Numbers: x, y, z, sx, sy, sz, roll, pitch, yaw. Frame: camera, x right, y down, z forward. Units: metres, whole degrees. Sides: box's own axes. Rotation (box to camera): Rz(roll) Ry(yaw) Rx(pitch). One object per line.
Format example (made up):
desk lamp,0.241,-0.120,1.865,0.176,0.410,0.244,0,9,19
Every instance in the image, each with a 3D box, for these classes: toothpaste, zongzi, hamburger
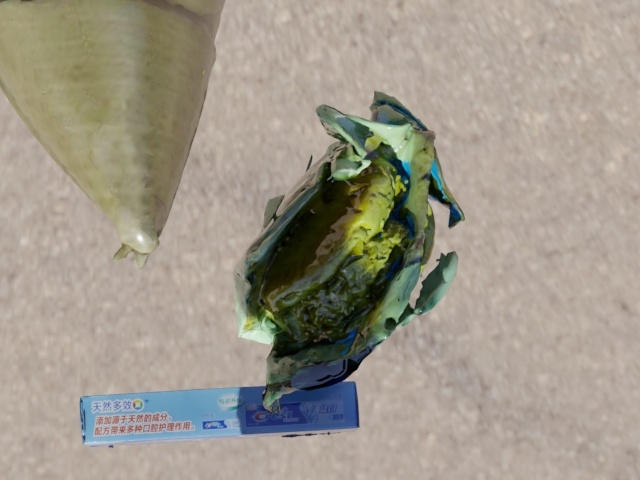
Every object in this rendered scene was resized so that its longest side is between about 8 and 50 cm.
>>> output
toothpaste,-0.099,0.173,1.598,0.272,0.066,0.053,-3,82,-2
zongzi,-0.116,-0.143,0.988,0.218,0.467,0.500,-12,163,6
hamburger,0.000,-0.003,1.436,0.150,0.276,0.260,36,115,-23
